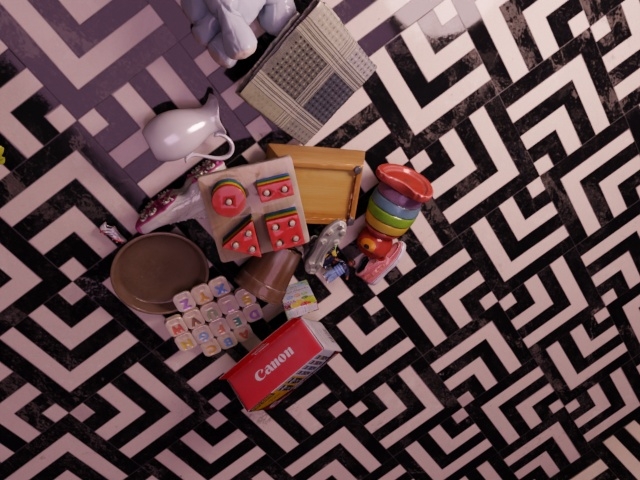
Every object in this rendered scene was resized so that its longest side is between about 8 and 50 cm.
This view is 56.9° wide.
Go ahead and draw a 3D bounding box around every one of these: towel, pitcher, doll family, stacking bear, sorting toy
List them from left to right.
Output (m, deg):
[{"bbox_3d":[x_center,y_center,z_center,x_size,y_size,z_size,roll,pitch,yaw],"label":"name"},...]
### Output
[{"bbox_3d":[-0.344,-0.268,1.558,0.207,0.125,0.177,-27,110,-12],"label":"pitcher"},{"bbox_3d":[-0.174,-0.071,1.586,0.256,0.089,0.257,-14,116,-4],"label":"sorting toy"},{"bbox_3d":[-0.032,-0.432,1.547,0.312,0.056,0.324,-46,146,10],"label":"towel"},{"bbox_3d":[0.030,0.047,1.836,0.111,0.076,0.193,-34,123,-3],"label":"doll family"},{"bbox_3d":[0.203,-0.070,1.782,0.175,0.164,0.289,32,119,12],"label":"stacking bear"}]

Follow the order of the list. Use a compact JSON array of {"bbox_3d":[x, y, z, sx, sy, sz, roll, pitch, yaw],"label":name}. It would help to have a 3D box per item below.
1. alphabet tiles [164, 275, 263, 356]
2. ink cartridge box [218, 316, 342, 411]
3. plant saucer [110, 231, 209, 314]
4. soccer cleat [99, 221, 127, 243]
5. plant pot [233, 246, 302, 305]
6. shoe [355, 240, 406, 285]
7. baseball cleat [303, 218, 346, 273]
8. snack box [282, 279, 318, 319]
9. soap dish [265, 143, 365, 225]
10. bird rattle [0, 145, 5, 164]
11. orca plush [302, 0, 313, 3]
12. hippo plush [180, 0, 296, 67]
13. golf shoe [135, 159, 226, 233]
[{"bbox_3d":[-0.326,0.241,1.829,0.284,0.021,0.277,-23,127,-7],"label":"alphabet tiles"},{"bbox_3d":[-0.120,0.386,1.836,0.309,0.130,0.272,-41,159,6],"label":"ink cartridge box"},{"bbox_3d":[-0.468,0.092,1.729,0.278,0.041,0.277,-8,119,-14],"label":"plant saucer"},{"bbox_3d":[-0.579,-0.022,1.662,0.083,0.029,0.035,32,107,-21],"label":"soccer cleat"},{"bbox_3d":[-0.145,0.081,1.758,0.167,0.167,0.165,28,97,-24],"label":"plant pot"},{"bbox_3d":[0.190,0.061,1.887,0.081,0.063,0.178,31,107,-30],"label":"shoe"},{"bbox_3d":[0.000,0.000,1.718,0.072,0.109,0.205,17,122,-32],"label":"baseball cleat"},{"bbox_3d":[-0.072,0.181,1.827,0.100,0.141,0.037,-17,117,-7],"label":"snack box"},{"bbox_3d":[-0.018,-0.152,1.703,0.291,0.118,0.228,2,113,-17],"label":"soap dish"},{"bbox_3d":[-0.922,-0.230,1.448,0.254,0.143,0.206,-4,104,1],"label":"bird rattle"},{"bbox_3d":[0.013,-0.731,1.454,0.151,0.102,0.287,32,103,-25],"label":"orca plush"},{"bbox_3d":[-0.188,-0.592,1.440,0.237,0.234,0.294,-32,127,-29],"label":"hippo plush"},{"bbox_3d":[-0.367,-0.094,1.641,0.306,0.115,0.140,-34,121,3],"label":"golf shoe"}]
